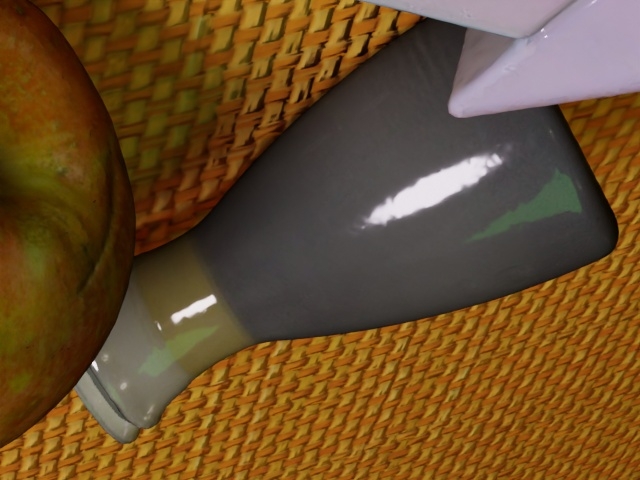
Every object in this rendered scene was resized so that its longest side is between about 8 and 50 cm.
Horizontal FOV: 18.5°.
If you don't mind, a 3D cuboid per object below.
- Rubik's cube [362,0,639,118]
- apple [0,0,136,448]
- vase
[{"bbox_3d":[0.138,-0.248,0.692,0.387,0.358,0.368,40,125,-16],"label":"Rubik's cube"},{"bbox_3d":[-0.220,-0.003,0.945,0.246,0.246,0.226,6,152,-46],"label":"apple"},{"bbox_3d":[0.000,0.000,1.163,0.321,0.173,0.173,-28,151,7],"label":"vase"}]
